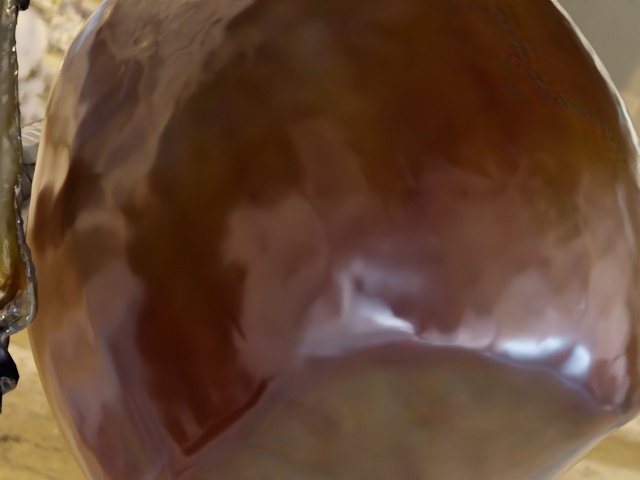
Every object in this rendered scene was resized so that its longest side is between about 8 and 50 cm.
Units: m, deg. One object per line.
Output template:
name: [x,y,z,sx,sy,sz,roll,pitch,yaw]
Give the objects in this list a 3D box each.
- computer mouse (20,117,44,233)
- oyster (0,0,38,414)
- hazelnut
computer mouse: [-0.246,-0.035,0.979,0.082,0.145,0.236,55,-15,-4]
oyster: [-0.206,-0.079,0.461,0.221,0.361,0.096,0,-14,-3]
hazelnut: [0.003,0.008,0.657,0.366,0.366,0.366,26,7,-4]
